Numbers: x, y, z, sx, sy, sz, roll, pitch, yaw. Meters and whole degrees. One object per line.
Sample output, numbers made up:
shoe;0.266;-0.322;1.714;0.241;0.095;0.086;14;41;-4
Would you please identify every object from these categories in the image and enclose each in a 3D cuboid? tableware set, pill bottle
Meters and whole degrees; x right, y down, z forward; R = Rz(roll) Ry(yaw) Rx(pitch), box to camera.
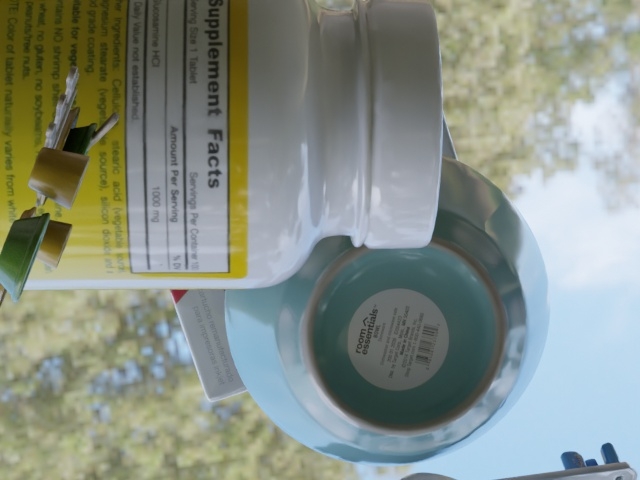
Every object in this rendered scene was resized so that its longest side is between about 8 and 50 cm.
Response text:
tableware set;-0.114;-0.014;0.699;0.024;0.104;0.154;21;172;-8
pill bottle;-0.105;-0.066;0.909;0.333;0.188;0.188;0;-160;-3

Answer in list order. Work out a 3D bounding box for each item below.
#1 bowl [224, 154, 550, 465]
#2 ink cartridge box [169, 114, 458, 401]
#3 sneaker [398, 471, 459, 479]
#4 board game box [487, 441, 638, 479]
bowl;0.070;0.072;1.474;0.311;0.312;0.163;-8;-174;-3
ink cartridge box;0.000;0.000;2.012;0.384;0.279;0.160;-18;-172;-1
sneaker;0.195;0.364;1.588;0.322;0.130;0.236;18;-147;-2
board game box;0.145;0.397;1.894;0.389;0.390;0.050;-6;-137;-12
